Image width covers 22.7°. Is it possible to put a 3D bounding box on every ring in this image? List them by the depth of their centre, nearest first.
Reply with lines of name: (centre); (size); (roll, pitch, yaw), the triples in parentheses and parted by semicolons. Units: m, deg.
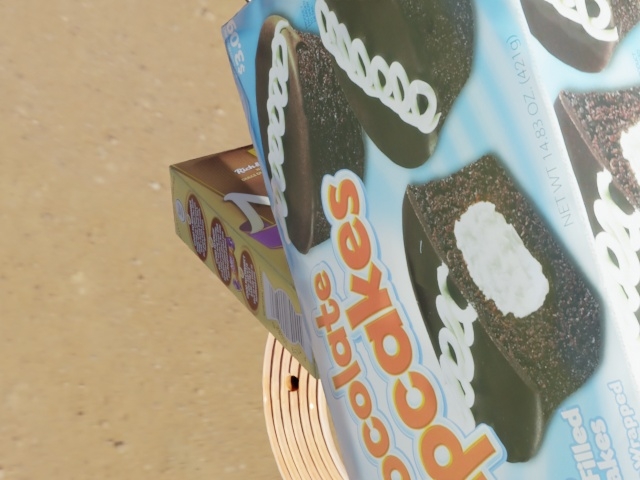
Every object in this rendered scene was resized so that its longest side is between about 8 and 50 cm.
ring: (0.101, 0.137, 1.282); (0.337, 0.032, 0.336); (6, 102, 30)

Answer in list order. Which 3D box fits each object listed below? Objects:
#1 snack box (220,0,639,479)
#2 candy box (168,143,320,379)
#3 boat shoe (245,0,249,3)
snack box: (0.066, 0.033, 0.587); (0.187, 0.060, 0.321); (-30, 74, 57)
candy box: (0.000, 0.000, 0.901); (0.187, 0.109, 0.053); (40, 140, 52)
boat shoe: (-0.044, -0.263, 1.207); (0.113, 0.103, 0.302); (-32, 105, 3)
